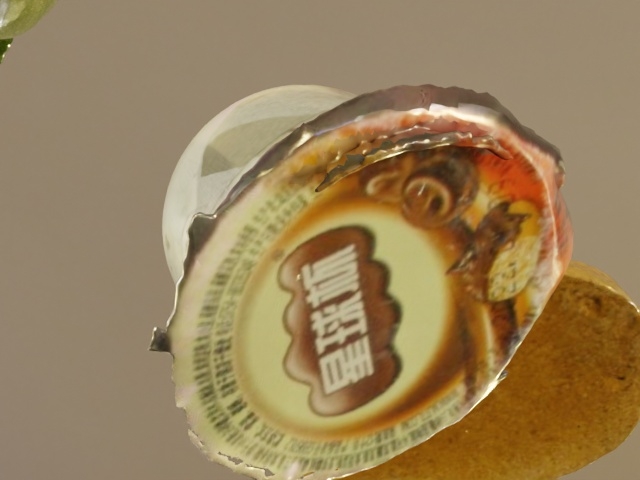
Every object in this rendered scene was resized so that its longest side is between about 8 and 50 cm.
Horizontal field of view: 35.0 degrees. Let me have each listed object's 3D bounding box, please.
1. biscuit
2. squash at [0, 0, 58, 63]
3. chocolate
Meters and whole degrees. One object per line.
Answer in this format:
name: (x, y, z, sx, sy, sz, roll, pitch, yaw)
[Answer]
biscuit: (0.116, 0.097, 0.888, 0.344, 0.057, 0.287, -11, -70, 1)
squash: (-0.112, -0.127, 0.359, 0.066, 0.066, 0.252, 26, -19, -13)
chocolate: (0.004, -0.007, 0.490, 0.221, 0.147, 0.221, -15, -50, -18)
